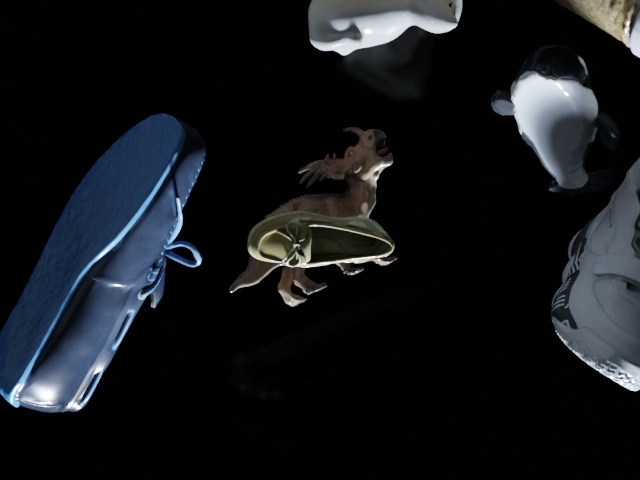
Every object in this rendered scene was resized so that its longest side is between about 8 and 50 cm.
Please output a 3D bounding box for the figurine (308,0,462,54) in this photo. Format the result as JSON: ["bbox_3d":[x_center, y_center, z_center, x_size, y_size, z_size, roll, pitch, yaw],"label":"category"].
[{"bbox_3d":[0.102,-0.327,1.690,0.209,0.092,0.215,-4,-117,37],"label":"figurine"}]

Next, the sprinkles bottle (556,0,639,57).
[{"bbox_3d":[0.269,-0.319,1.518,0.355,0.121,0.121,38,-76,25],"label":"sprinkles bottle"}]

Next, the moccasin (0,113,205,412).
[{"bbox_3d":[-0.218,0.026,1.454,0.342,0.117,0.138,-54,-140,11],"label":"moccasin"}]

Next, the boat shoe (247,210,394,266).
[{"bbox_3d":[0.000,0.002,1.465,0.048,0.153,0.056,-140,-126,-66],"label":"boat shoe"}]

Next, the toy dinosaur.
[{"bbox_3d":[-0.013,-0.028,2.034,0.295,0.200,0.127,-25,174,0],"label":"toy dinosaur"}]

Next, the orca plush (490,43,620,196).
[{"bbox_3d":[0.298,-0.155,1.615,0.151,0.287,0.102,12,-112,38],"label":"orca plush"}]

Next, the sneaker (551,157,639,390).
[{"bbox_3d":[0.389,0.015,1.669,0.210,0.137,0.366,-58,-177,28],"label":"sneaker"}]
